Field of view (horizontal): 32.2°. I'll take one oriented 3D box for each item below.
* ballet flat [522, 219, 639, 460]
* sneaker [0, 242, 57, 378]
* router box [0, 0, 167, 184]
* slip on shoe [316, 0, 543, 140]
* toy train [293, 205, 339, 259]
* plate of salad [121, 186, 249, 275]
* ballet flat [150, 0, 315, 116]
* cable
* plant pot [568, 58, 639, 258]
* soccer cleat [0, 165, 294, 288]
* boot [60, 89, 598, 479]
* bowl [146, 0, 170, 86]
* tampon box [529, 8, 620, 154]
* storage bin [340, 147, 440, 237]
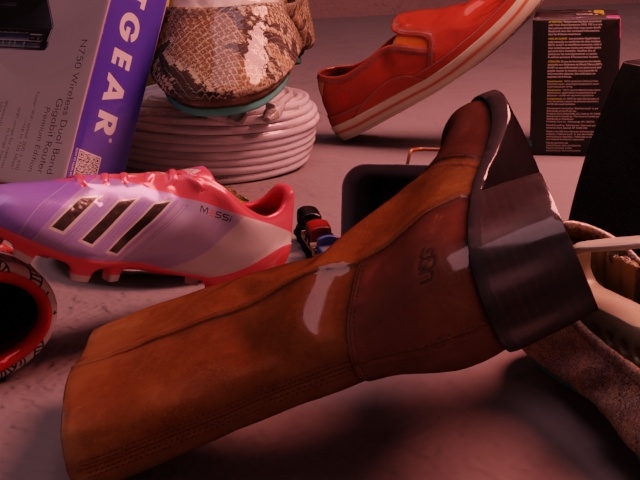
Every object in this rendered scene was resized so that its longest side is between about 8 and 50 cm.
[{"bbox_3d":[0.190,0.058,0.578,0.107,0.106,0.316,-8,18,-20],"label":"ballet flat"},{"bbox_3d":[-0.300,0.049,0.684,0.270,0.090,0.145,-8,15,-31],"label":"sneaker"},{"bbox_3d":[-0.310,-0.217,1.168,0.301,0.335,0.082,8,-8,32],"label":"router box"},{"bbox_3d":[0.132,-0.239,1.353,0.331,0.101,0.123,-28,10,28],"label":"slip on shoe"},{"bbox_3d":[0.000,0.000,0.919,0.027,0.036,0.158,-4,17,-9],"label":"toy train"},{"bbox_3d":[-0.132,-0.013,0.959,0.199,0.048,0.200,-2,16,1],"label":"plate of salad"},{"bbox_3d":[-0.094,-0.265,1.266,0.164,0.182,0.483,0,16,6],"label":"ballet flat"},{"bbox_3d":[-0.128,-0.134,1.303,0.257,0.089,0.257,6,17,23],"label":"cable"},{"bbox_3d":[0.310,-0.052,0.842,0.187,0.167,0.188,-5,16,-14],"label":"plant pot"},{"bbox_3d":[-0.121,-0.017,0.762,0.248,0.095,0.083,14,6,-40],"label":"soccer cleat"},{"bbox_3d":[0.001,0.026,0.646,0.280,0.096,0.264,-22,27,11],"label":"boot"},{"bbox_3d":[-0.291,-0.242,1.514,0.289,0.289,0.156,9,63,32],"label":"bowl"},{"bbox_3d":[0.305,-0.192,1.330,0.101,0.161,0.120,2,17,12],"label":"tampon box"},{"bbox_3d":[0.092,-0.029,0.929,0.135,0.098,0.091,2,6,12],"label":"storage bin"}]
